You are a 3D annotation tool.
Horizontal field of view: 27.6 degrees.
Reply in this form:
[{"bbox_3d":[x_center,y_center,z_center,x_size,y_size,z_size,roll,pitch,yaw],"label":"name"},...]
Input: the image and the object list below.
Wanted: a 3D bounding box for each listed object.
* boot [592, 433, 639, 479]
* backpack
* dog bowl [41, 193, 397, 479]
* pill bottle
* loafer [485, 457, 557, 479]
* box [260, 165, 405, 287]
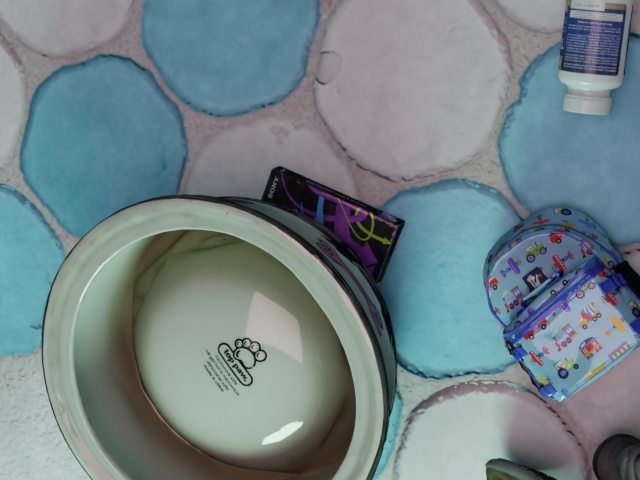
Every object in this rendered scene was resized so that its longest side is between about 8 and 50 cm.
[{"bbox_3d":[0.423,0.322,1.281,0.118,0.223,0.338,-34,85,-10],"label":"boot"},{"bbox_3d":[0.247,0.057,1.343,0.158,0.117,0.173,-37,84,20],"label":"backpack"},{"bbox_3d":[-0.097,0.132,1.439,0.408,0.150,0.408,6,107,21],"label":"dog bowl"},{"bbox_3d":[0.276,-0.190,1.313,0.067,0.067,0.120,9,102,18],"label":"pill bottle"},{"bbox_3d":[0.259,0.316,1.357,0.251,0.094,0.087,35,94,38],"label":"loafer"},{"bbox_3d":[0.000,0.000,1.464,0.162,0.029,0.116,25,107,15],"label":"box"}]
